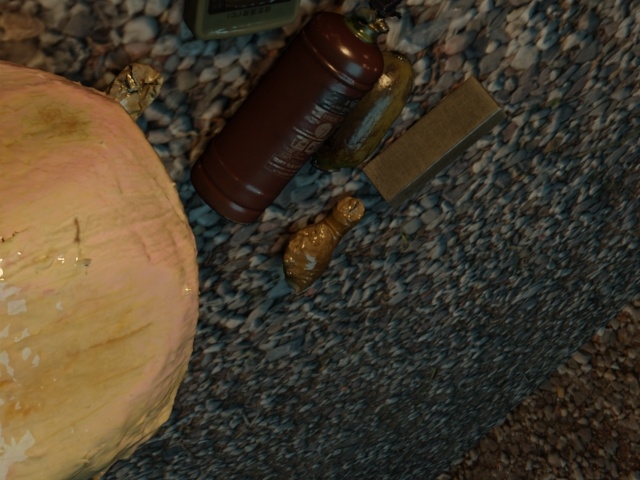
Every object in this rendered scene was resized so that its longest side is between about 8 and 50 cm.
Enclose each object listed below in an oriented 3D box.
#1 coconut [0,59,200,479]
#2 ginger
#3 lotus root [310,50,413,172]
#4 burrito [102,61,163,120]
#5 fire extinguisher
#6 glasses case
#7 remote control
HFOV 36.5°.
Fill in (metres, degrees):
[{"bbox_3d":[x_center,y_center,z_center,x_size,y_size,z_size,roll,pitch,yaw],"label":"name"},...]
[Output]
[{"bbox_3d":[-0.276,0.034,0.835,0.405,0.404,0.404,-26,152,-15],"label":"coconut"},{"bbox_3d":[-0.005,-0.001,1.415,0.096,0.067,0.165,13,114,-55],"label":"ginger"},{"bbox_3d":[0.045,-0.156,1.186,0.179,0.089,0.080,-54,178,22],"label":"lotus root"},{"bbox_3d":[-0.219,-0.126,1.003,0.149,0.041,0.055,-42,138,24],"label":"burrito"},{"bbox_3d":[-0.005,-0.172,1.106,0.344,0.102,0.138,-47,171,23],"label":"fire extinguisher"},{"bbox_3d":[0.160,-0.136,1.362,0.205,0.070,0.047,-41,155,12],"label":"glasses case"},{"bbox_3d":[-0.054,-0.308,0.889,0.123,0.038,0.285,-17,148,-28],"label":"remote control"}]
